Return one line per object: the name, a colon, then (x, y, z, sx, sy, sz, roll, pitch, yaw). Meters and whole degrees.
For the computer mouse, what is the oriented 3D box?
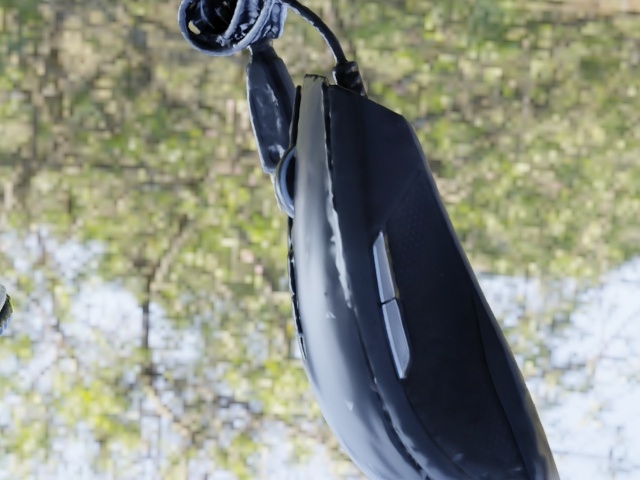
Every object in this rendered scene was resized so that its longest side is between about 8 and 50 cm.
computer mouse: (0.000, 0.000, 0.622, 0.060, 0.262, 0.184, -22, -177, -13)

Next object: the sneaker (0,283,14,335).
sneaker: (-0.443, 0.095, 1.326, 0.384, 0.147, 0.145, -30, -166, -16)
